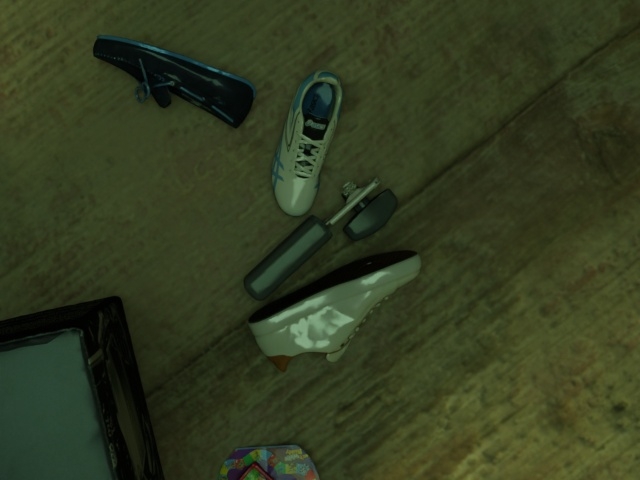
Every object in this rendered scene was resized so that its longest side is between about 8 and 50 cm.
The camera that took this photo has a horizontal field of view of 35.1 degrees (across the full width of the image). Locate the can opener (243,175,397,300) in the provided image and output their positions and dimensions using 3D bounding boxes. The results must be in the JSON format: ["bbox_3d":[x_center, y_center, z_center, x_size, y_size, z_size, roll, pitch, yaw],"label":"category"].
[{"bbox_3d":[0.000,0.000,1.601,0.280,0.074,0.093,-39,95,-2],"label":"can opener"}]

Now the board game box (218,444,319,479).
[{"bbox_3d":[-0.085,0.395,1.606,0.169,0.033,0.133,-4,83,6],"label":"board game box"}]

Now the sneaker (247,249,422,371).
[{"bbox_3d":[0.039,0.114,1.602,0.290,0.106,0.123,-25,103,4],"label":"sneaker"}]

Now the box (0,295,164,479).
[{"bbox_3d":[-0.380,0.350,1.383,0.298,0.472,0.479,-13,93,-4],"label":"box"}]

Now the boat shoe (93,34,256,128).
[{"bbox_3d":[-0.231,-0.244,1.562,0.258,0.109,0.089,19,93,-3],"label":"boat shoe"}]

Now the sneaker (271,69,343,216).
[{"bbox_3d":[-0.023,-0.154,1.590,0.085,0.086,0.237,13,92,-6],"label":"sneaker"}]
